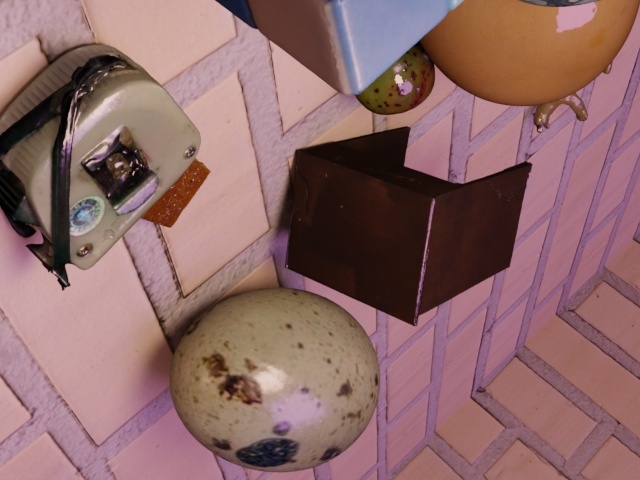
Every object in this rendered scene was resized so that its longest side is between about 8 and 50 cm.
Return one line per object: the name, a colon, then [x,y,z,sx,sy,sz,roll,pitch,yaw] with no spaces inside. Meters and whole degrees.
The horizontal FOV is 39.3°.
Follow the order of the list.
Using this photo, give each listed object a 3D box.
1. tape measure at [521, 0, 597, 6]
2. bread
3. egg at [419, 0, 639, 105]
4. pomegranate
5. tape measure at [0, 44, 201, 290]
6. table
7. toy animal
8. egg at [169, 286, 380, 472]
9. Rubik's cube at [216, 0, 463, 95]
tape measure: [0.262,-0.376,0.902,0.275,0.256,0.147,-44,-171,-3]
bread: [-0.192,-0.066,1.118,0.094,0.035,0.090,-54,153,7]
egg: [0.253,-0.349,1.144,0.301,0.301,0.374,-38,131,-23]
pomegranate: [0.101,-0.238,1.255,0.130,0.130,0.130,-37,150,-25]
tape measure: [-0.248,-0.077,0.935,0.235,0.115,0.207,-47,156,-6]
table: [0.135,-0.039,1.375,0.282,0.250,0.196,-20,123,-47]
toy animal: [0.496,-0.320,1.802,0.101,0.103,0.219,-10,139,-25]
egg: [-0.066,0.216,1.391,0.379,0.287,0.288,-1,126,-58]
Rubik's cube: [0.001,-0.388,0.659,0.344,0.347,0.346,-43,152,-12]
